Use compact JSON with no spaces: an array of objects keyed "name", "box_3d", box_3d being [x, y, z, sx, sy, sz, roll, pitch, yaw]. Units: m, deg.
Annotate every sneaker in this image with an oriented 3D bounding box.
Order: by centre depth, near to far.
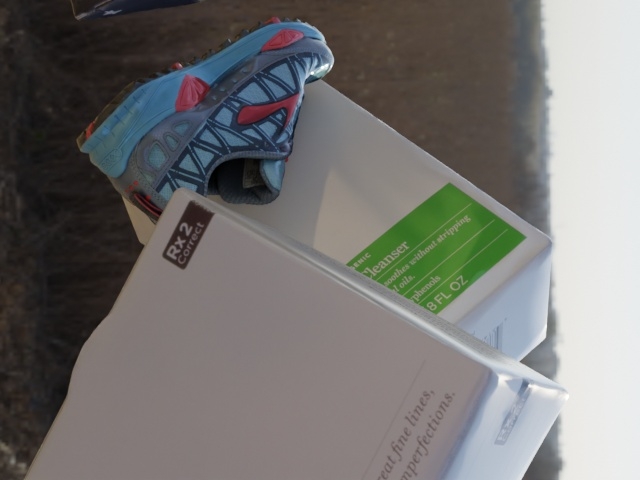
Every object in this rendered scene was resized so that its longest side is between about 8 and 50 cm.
[{"name":"sneaker","box_3d":[-0.069,-0.085,0.881,0.262,0.104,0.125,-36,91,-42]}]

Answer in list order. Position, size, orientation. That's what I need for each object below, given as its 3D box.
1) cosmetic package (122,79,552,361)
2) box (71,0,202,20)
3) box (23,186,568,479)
[{"name":"cosmetic package","box_3d":[0.000,0.000,0.970,0.197,0.365,0.155,-40,148,-20]},{"name":"box","box_3d":[-0.061,-0.205,0.527,0.093,0.156,0.158,-21,98,-46]},{"name":"box","box_3d":[-0.016,0.100,0.513,0.181,0.182,0.119,-62,150,3]}]
